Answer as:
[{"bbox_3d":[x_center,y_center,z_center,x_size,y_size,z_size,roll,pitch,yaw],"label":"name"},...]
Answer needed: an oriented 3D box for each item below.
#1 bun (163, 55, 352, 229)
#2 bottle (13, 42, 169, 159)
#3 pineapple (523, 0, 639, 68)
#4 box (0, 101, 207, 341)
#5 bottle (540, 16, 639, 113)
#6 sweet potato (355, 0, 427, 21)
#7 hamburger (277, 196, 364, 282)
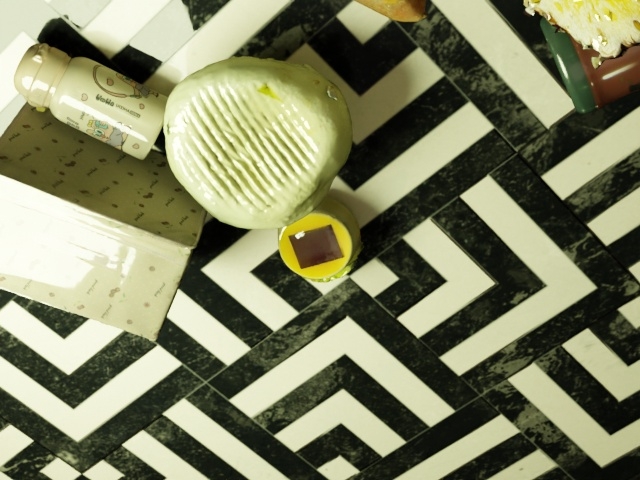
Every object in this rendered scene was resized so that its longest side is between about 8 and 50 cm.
[{"bbox_3d":[-0.082,-0.139,1.435,0.259,0.160,0.259,-1,107,-2],"label":"bun"},{"bbox_3d":[-0.322,-0.196,1.444,0.209,0.097,0.110,26,140,-12],"label":"bottle"},{"bbox_3d":[0.352,-0.396,1.130,0.300,0.352,0.352,-43,118,-14],"label":"pineapple"},{"bbox_3d":[-0.326,-0.030,1.472,0.297,0.225,0.190,22,121,-10],"label":"box"},{"bbox_3d":[0.460,-0.291,1.319,0.336,0.144,0.144,-23,119,16],"label":"bottle"},{"bbox_3d":[-0.005,-0.412,1.288,0.109,0.109,0.385,-37,109,23],"label":"sweet potato"},{"bbox_3d":[0.000,0.000,1.565,0.127,0.081,0.141,-33,104,19],"label":"hamburger"}]
